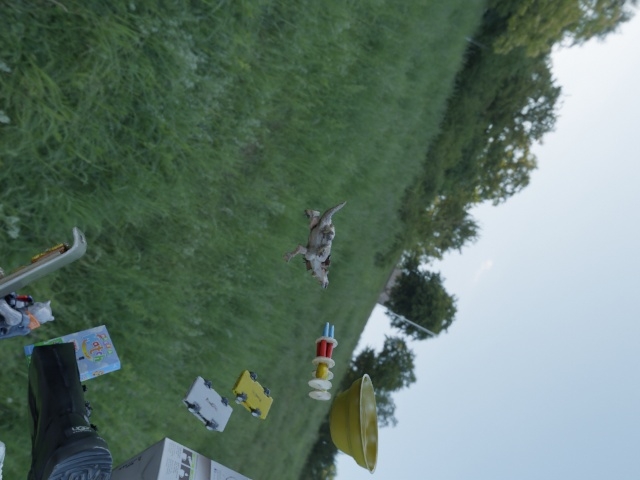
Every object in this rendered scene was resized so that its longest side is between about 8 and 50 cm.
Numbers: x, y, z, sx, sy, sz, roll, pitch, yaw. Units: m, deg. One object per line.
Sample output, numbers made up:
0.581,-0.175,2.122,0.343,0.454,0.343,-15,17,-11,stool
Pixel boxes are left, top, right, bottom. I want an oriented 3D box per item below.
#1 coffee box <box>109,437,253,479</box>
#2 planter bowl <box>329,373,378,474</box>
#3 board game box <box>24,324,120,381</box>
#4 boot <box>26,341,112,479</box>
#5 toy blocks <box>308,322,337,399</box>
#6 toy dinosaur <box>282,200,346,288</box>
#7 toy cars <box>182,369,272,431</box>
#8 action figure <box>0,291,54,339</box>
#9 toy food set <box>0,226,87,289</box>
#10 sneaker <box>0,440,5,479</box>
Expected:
-0.243,0.476,0.751,0.141,0.246,0.098,-34,-147,15,coffee box
0.076,0.436,0.993,0.217,0.090,0.218,-7,90,-75,planter bowl
-0.715,0.340,1.195,0.211,0.160,0.039,-12,132,-39,board game box
-0.596,0.480,0.908,0.444,0.146,0.368,22,-88,46,boot
0.009,0.282,0.975,0.123,0.054,0.148,91,8,-51,toy blocks
0.000,0.000,1.342,0.296,0.127,0.200,-68,162,5,toy dinosaur
-0.314,0.535,1.392,0.393,0.087,0.177,17,64,-56,toy cars
-1.038,0.289,1.328,0.329,0.179,0.341,-21,163,-25,action figure
-0.783,0.057,1.096,0.306,0.093,0.219,-33,-171,-24,toy food set
-0.873,0.656,1.092,0.290,0.123,0.106,-58,-174,15,sneaker
